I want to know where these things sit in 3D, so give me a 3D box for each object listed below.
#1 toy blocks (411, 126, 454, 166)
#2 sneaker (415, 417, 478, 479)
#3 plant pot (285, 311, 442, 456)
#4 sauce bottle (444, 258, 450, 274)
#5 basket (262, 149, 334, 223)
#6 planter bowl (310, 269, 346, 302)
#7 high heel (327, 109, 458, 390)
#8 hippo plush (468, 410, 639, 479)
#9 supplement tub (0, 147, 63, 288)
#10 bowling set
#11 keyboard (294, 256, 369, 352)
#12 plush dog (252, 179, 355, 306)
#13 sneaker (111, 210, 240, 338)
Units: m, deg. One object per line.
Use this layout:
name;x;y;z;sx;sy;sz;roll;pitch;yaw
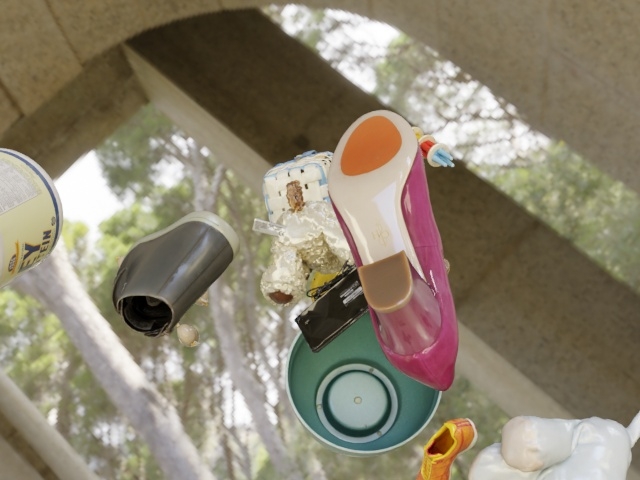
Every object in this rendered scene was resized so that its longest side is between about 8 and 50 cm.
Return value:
toy blocks;0.199;-0.193;2.177;0.123;0.148;0.054;13;-73;-34
sneaker;0.182;0.342;1.682;0.067;0.064;0.175;1;-54;-32
plant pot;0.076;0.288;2.050;0.293;0.293;0.196;-41;-17;-19
sauce bottle;0.282;0.083;2.549;0.042;0.042;0.128;-41;-16;-19
basket;-0.015;-0.066;2.342;0.201;0.255;0.289;-14;5;7
planter bowl;0.039;0.115;2.560;0.090;0.217;0.217;23;-72;-35
high heel;0.096;0.004;1.327;0.127;0.377;0.181;-15;-46;17
hippo plush;0.374;0.388;1.512;0.294;0.237;0.234;-4;-40;-19
supplement tub;-0.611;-0.014;1.825;0.235;0.235;0.325;-60;-3;22
bowling set;-0.330;0.093;2.510;0.200;0.287;0.154;-44;-3;-9
keyboard;0.050;0.077;1.530;0.192;0.100;0.038;-40;-43;10
plush dog;0.000;0.000;2.079;0.262;0.211;0.225;-25;-14;10
sneaker;-0.176;0.055;1.058;0.222;0.083;0.118;-38;12;50
